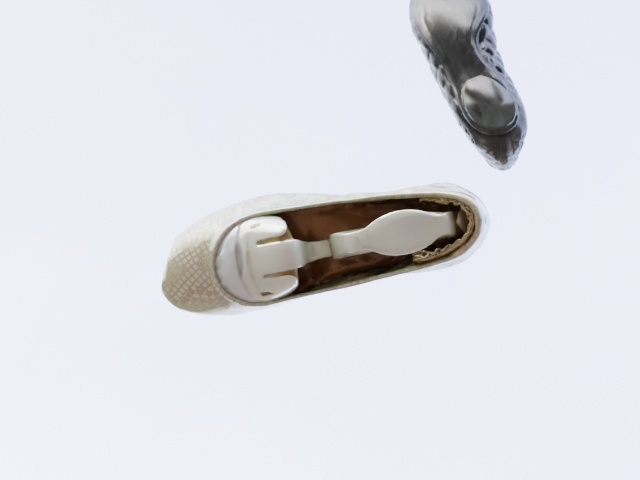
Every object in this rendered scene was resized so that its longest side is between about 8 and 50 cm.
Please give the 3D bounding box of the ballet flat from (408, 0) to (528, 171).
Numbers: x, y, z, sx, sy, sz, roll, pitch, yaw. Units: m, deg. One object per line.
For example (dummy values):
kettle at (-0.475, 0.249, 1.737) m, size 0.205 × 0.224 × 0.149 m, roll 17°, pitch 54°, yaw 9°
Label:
ballet flat at (0.095, -0.119, 0.926) m, size 0.057 × 0.173 × 0.049 m, roll -11°, pitch -37°, yaw -3°

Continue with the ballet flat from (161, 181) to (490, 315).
ballet flat at (0.000, 0.000, 0.676) m, size 0.168 × 0.052 × 0.057 m, roll -13°, pitch -89°, yaw 1°
